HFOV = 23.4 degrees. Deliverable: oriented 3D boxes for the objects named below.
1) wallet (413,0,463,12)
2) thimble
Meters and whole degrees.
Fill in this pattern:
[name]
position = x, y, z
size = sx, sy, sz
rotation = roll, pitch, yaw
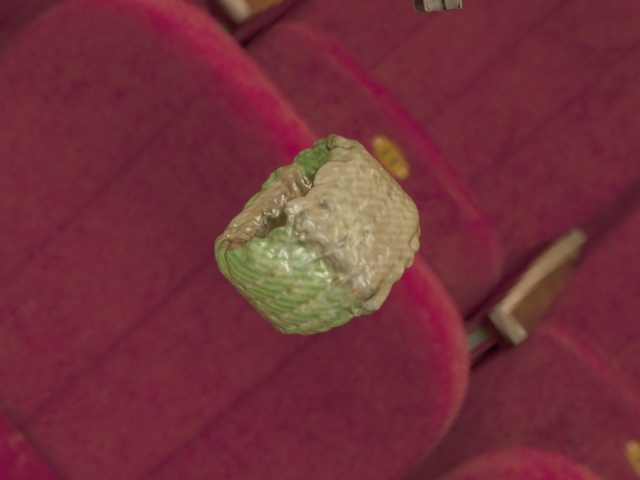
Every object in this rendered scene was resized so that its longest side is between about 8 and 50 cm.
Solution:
[wallet]
position = 0.061, -0.197, 0.596
size = 0.232, 0.025, 0.119
rotation = -70, 157, -49
[thimble]
position = 0.000, 0.000, 1.666
size = 0.150, 0.219, 0.219
rotation = 46, 31, -14
